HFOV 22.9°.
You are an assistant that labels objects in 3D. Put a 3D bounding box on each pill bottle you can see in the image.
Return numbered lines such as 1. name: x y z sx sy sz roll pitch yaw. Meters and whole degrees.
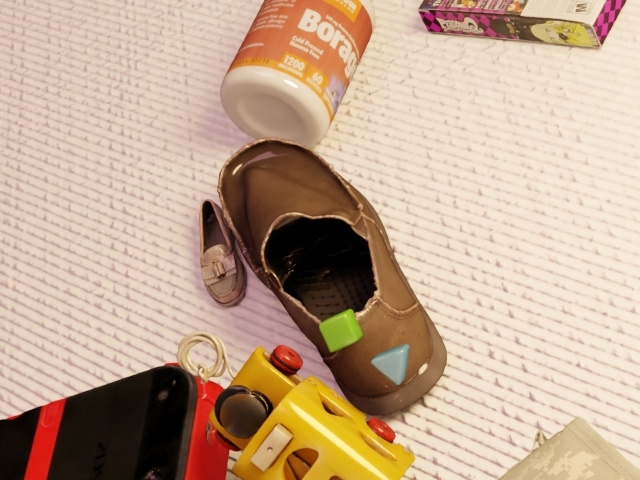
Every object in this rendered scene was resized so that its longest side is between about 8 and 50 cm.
1. pill bottle: -0.014 -0.212 1.669 0.121 0.121 0.216 3 55 31

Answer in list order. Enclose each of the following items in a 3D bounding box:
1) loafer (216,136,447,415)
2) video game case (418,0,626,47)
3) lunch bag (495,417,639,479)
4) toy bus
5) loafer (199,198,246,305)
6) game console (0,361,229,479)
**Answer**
1. loafer: 0.000 0.000 1.469 0.134 0.130 0.366 -36 44 -4
2. video game case: 0.243 -0.305 1.664 0.210 0.042 0.232 11 58 35
3. lunch bag: 0.177 0.286 1.093 0.235 0.169 0.287 -37 49 -5
4. toy bus: -0.024 0.164 1.290 0.202 0.104 0.191 -9 93 13
5. loafer: -0.105 0.011 1.583 0.045 0.039 0.125 -22 45 10
6. game console: -0.242 0.294 1.381 0.342 0.060 0.386 -21 39 24
